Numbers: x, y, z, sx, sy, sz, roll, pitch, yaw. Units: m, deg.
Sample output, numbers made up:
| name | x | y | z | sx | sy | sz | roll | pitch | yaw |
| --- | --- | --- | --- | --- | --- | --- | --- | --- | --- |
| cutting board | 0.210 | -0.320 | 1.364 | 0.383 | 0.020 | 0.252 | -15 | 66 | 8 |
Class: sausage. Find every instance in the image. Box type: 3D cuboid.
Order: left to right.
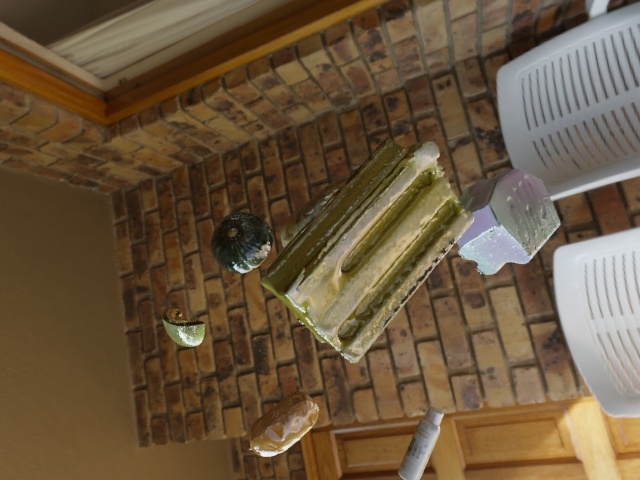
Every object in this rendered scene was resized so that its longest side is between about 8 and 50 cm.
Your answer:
| name | x | y | z | sx | sy | sz | roll | pitch | yaw |
| --- | --- | --- | --- | --- | --- | --- | --- | --- | --- |
| sausage | -0.116 | 0.565 | 1.284 | 0.120 | 0.241 | 0.136 | 39 | 164 | 54 |

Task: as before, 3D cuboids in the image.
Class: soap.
| name | x | y | z | sx | sy | sz | roll | pitch | yaw |
| --- | --- | --- | --- | --- | --- | --- | --- | --- | --- |
| soap | 0.058 | 0.007 | 0.472 | 0.135 | 0.233 | 0.076 | 50 | 166 | -31 |
| soap | 0.562 | -0.071 | 1.279 | 0.446 | 0.156 | 0.261 | -25 | -89 | -44 |

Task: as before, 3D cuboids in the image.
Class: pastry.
| name | x | y | z | sx | sy | sz | roll | pitch | yaw |
| --- | --- | --- | --- | --- | --- | --- | --- | --- | --- |
| pastry | 0.041 | -0.065 | 1.583 | 0.245 | 0.409 | 0.409 | 53 | -159 | -3 |

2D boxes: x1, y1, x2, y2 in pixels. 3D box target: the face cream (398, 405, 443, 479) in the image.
| name | x | y | z | sx | sy | sz | roll | pitch | yaw |
| --- | --- | --- | --- | --- | --- | --- | --- | --- | --- |
| face cream | 0.369 | 0.734 | 1.513 | 0.269 | 0.082 | 0.082 | -66 | -26 | -3 |

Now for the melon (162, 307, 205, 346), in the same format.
| name | x | y | z | sx | sy | sz | roll | pitch | yaw |
| --- | --- | --- | --- | --- | --- | --- | --- | --- | --- |
| melon | -0.416 | 0.271 | 1.246 | 0.079 | 0.160 | 0.128 | -25 | -61 | -47 |

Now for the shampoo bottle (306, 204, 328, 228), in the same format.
| name | x | y | z | sx | sy | sz | roll | pitch | yaw |
| --- | --- | --- | --- | --- | --- | --- | --- | --- | --- |
| shampoo bottle | 0.000 | 0.000 | 1.257 | 0.085 | 0.085 | 0.262 | 51 | -152 | -50 |

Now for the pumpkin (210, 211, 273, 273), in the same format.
| name | x | y | z | sx | sy | sz | roll | pitch | yaw |
| --- | --- | --- | --- | --- | --- | --- | --- | --- | --- |
| pumpkin | -0.254 | 0.006 | 1.354 | 0.152 | 0.211 | 0.212 | 68 | -166 | -65 |
